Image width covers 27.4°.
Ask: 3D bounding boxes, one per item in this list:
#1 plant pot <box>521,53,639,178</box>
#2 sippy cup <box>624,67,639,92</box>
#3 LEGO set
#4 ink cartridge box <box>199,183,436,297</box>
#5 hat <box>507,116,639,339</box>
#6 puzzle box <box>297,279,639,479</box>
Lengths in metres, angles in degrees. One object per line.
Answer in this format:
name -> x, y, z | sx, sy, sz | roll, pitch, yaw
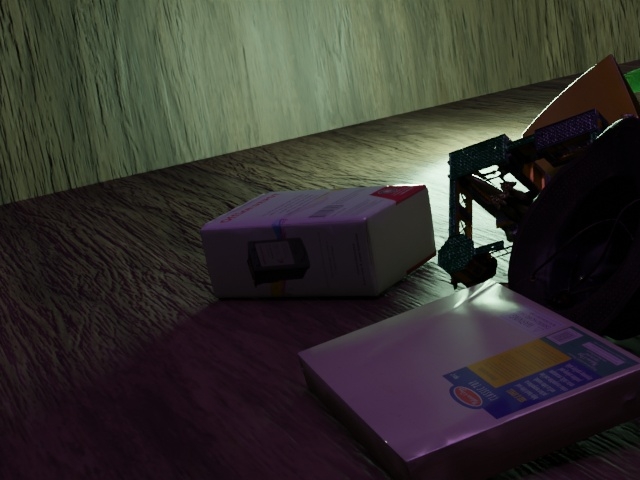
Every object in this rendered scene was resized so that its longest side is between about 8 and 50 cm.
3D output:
plant pot -> 0.440, -0.125, 2.070 | 0.187, 0.212, 0.212 | -28, 32, 18
sippy cup -> 0.723, -0.262, 2.509 | 0.305, 0.240, 0.224 | -29, 8, 43
LEGO set -> 0.335, -0.035, 1.876 | 0.331, 0.255, 0.192 | -26, -39, 28
ink cartridge box -> 0.000, 0.000, 2.094 | 0.306, 0.131, 0.226 | -3, 15, 32
hat -> 0.367, 0.020, 1.599 | 0.134, 0.331, 0.331 | 25, 3, -18
puzzle box -> 0.153, 0.152, 1.449 | 0.272, 0.052, 0.409 | -19, 15, -11
